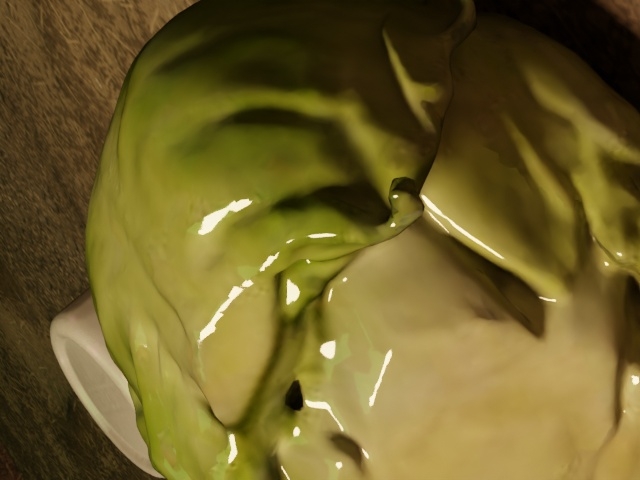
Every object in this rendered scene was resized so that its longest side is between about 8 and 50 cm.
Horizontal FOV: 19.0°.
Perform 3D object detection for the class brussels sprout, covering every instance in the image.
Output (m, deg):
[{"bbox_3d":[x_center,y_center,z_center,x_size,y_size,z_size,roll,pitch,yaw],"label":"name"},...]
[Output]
[{"bbox_3d":[0.043,0.028,1.158,0.361,0.342,0.425,-110,2,-56],"label":"brussels sprout"}]

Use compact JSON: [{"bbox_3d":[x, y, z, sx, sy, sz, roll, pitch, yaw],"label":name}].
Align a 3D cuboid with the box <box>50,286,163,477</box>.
[{"bbox_3d":[-0.100,0.106,1.726,0.291,0.206,0.262,43,158,29],"label":"box"}]
